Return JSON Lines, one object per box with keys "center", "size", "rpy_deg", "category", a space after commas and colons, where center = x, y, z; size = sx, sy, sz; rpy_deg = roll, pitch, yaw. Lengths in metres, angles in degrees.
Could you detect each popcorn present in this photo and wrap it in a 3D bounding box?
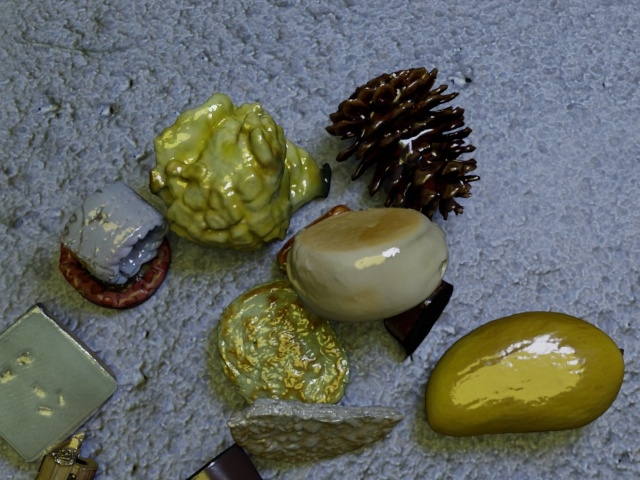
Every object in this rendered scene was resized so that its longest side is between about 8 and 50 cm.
{"center": [-0.150, -0.119, 1.026], "size": [0.237, 0.293, 0.293], "rpy_deg": [10, 75, 22], "category": "popcorn"}

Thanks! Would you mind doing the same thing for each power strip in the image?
{"center": [-0.483, 0.241, 1.021], "size": [0.198, 0.064, 0.213], "rpy_deg": [-42, 98, -11], "category": "power strip"}

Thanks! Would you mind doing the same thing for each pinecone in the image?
{"center": [0.158, -0.161, 1.040], "size": [0.246, 0.246, 0.292], "rpy_deg": [-35, 85, -8], "category": "pinecone"}

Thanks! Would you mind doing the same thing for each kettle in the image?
{"center": [-0.142, 0.469, 0.927], "size": [0.202, 0.144, 0.232], "rpy_deg": [-38, 80, 11], "category": "kettle"}

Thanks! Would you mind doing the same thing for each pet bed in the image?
{"center": [-0.371, 0.031, 1.086], "size": [0.201, 0.053, 0.201], "rpy_deg": [1, 77, -4], "category": "pet bed"}

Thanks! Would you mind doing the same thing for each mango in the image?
{"center": [0.335, 0.217, 0.985], "size": [0.332, 0.142, 0.195], "rpy_deg": [-5, 70, 2], "category": "mango"}

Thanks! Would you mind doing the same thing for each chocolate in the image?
{"center": [0.159, 0.115, 1.032], "size": [0.080, 0.125, 0.148], "rpy_deg": [32, 81, 25], "category": "chocolate"}

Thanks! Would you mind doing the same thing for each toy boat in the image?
{"center": [-0.433, 0.428, 0.969], "size": [0.088, 0.068, 0.226], "rpy_deg": [21, 83, -8], "category": "toy boat"}

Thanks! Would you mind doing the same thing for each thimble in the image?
{"center": [-0.345, -0.010, 1.004], "size": [0.118, 0.127, 0.151], "rpy_deg": [38, 82, 7], "category": "thimble"}

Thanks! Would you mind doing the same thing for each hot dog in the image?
{"center": [0.000, 0.000, 1.089], "size": [0.188, 0.055, 0.072], "rpy_deg": [-35, 76, -10], "category": "hot dog"}

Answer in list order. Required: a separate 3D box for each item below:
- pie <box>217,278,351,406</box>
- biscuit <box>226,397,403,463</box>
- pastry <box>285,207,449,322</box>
{"center": [-0.069, 0.191, 1.021], "size": [0.201, 0.090, 0.248], "rpy_deg": [-27, 78, -5], "category": "pie"}
{"center": [-0.019, 0.316, 0.968], "size": [0.290, 0.141, 0.038], "rpy_deg": [7, 35, -19], "category": "biscuit"}
{"center": [0.075, 0.032, 0.956], "size": [0.265, 0.265, 0.133], "rpy_deg": [-18, 111, -4], "category": "pastry"}
